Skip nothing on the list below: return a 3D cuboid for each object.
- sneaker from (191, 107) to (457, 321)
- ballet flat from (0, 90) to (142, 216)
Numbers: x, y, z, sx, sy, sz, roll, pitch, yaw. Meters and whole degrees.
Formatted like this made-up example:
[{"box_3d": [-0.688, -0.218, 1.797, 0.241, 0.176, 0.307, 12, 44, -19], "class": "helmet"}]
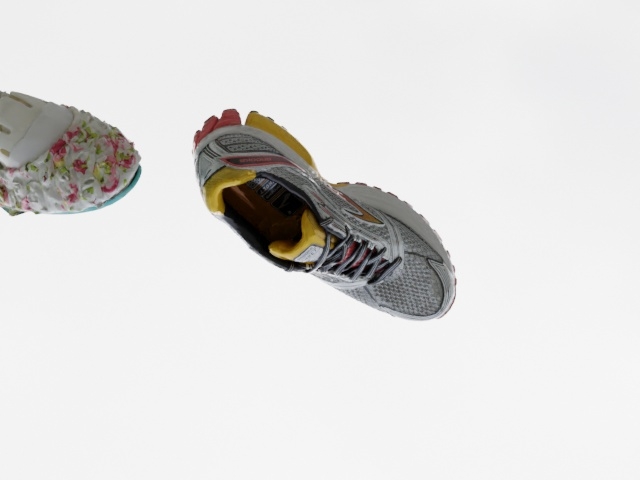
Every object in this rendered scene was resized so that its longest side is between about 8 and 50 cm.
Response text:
[{"box_3d": [0.000, 0.000, 1.402, 0.225, 0.088, 0.093, 30, -152, -17], "class": "sneaker"}, {"box_3d": [-0.218, -0.070, 1.357, 0.241, 0.077, 0.091, 11, -123, 50], "class": "ballet flat"}]
